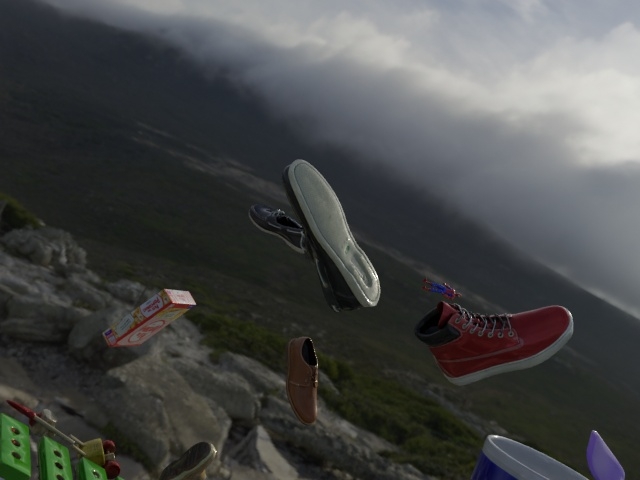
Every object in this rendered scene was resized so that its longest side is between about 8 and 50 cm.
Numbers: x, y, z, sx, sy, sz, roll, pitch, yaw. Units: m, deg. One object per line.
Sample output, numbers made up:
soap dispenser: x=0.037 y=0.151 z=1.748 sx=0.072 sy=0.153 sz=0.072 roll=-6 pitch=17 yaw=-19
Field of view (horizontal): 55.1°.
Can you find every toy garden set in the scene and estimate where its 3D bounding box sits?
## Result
toy garden set: x=-0.361 y=0.319 z=0.861 sx=0.244 sy=0.049 sz=0.204 roll=47 pitch=-6 yaw=-31

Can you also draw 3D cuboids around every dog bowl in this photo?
dog bowl: x=0.450 y=0.514 z=1.267 sx=0.265 sy=0.104 sz=0.265 roll=23 pitch=0 yaw=0

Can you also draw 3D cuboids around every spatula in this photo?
spatula: x=0.536 y=0.433 z=0.978 sx=0.296 sy=0.030 sz=0.084 roll=41 pitch=42 yaw=7

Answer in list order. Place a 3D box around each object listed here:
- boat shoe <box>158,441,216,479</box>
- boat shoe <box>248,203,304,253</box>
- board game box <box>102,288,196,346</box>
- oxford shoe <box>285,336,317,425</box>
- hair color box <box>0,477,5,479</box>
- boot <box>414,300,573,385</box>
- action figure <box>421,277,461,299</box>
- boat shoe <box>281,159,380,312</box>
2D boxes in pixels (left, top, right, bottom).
boat shoe: x=-0.288 y=0.520 z=1.398 sx=0.072 sy=0.190 sz=0.068 roll=41 pitch=34 yaw=-16
boat shoe: x=-0.087 y=-0.045 z=1.431 sx=0.206 sy=0.065 sz=0.075 roll=33 pitch=42 yaw=30
board game box: x=-0.427 y=0.195 z=1.541 sx=0.045 sy=0.193 sz=0.147 roll=56 pitch=6 yaw=13
oxford shoe: x=-0.037 y=0.336 z=1.479 sx=0.076 sy=0.212 sz=0.076 roll=5 pitch=-22 yaw=-40
hair color box: x=-0.704 y=0.684 z=1.345 sx=0.374 sy=0.185 sz=0.113 roll=66 pitch=-13 yaw=1
boot: x=0.292 y=0.144 z=1.039 sx=0.176 sy=0.244 sz=0.088 roll=52 pitch=20 yaw=-33
action figure: x=0.340 y=0.138 z=1.708 sx=0.115 sy=0.038 sz=0.030 roll=20 pitch=-31 yaw=-14
boat shoe: x=0.000 y=0.000 z=0.859 sx=0.233 sy=0.079 sz=0.084 roll=63 pitch=37 yaw=-16
